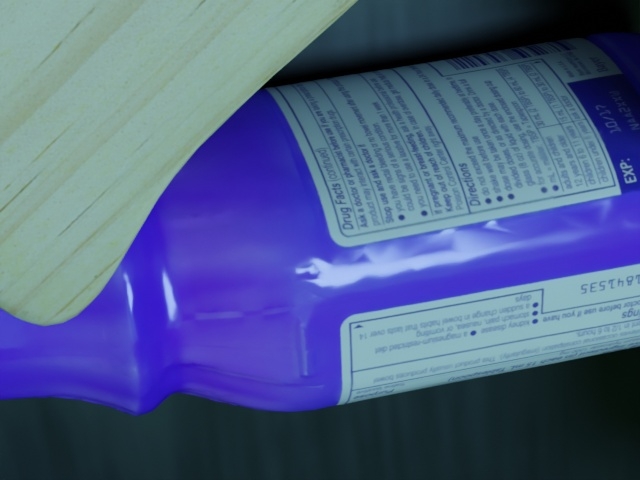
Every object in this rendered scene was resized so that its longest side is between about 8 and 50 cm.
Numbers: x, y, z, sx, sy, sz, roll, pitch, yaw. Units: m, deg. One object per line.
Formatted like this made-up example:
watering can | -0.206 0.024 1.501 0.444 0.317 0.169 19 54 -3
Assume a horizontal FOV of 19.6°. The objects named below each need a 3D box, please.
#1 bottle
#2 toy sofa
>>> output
bottle | 0.000 0.000 0.621 0.282 0.118 0.092 -11 125 -11
toy sofa | -0.037 -0.160 0.487 0.362 0.150 0.177 -43 128 13
